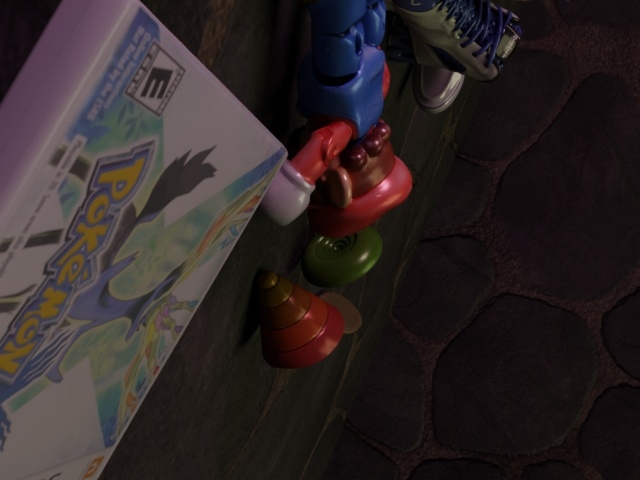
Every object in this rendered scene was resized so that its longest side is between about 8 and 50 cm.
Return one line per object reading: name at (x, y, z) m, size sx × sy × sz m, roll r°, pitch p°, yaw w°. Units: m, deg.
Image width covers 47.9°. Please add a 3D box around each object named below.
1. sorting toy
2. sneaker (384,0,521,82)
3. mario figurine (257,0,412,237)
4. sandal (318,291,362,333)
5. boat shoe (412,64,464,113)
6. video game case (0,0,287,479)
sorting toy at (0.000, 0.000, 1.014) m, size 0.126 × 0.127 × 0.365 m, roll 61°, pitch 42°, yaw -35°
sneaker at (0.189, -0.317, 0.994) m, size 0.315 × 0.182 × 0.127 m, roll 40°, pitch 71°, yaw -77°
mario figurine at (-0.006, -0.141, 0.728) m, size 0.198 × 0.170 × 0.320 m, roll -21°, pitch 132°, yaw -22°
sandal at (-0.009, 0.153, 1.277) m, size 0.079 × 0.088 × 0.240 m, roll -39°, pitch 169°, yaw 20°
boat shoe at (0.224, -0.360, 1.268) m, size 0.267 × 0.096 × 0.088 m, roll -69°, pitch 163°, yaw 3°
video game case at (-0.147, 0.043, 0.459) m, size 0.329 × 0.036 × 0.300 m, roll -60°, pitch 167°, yaw 0°
